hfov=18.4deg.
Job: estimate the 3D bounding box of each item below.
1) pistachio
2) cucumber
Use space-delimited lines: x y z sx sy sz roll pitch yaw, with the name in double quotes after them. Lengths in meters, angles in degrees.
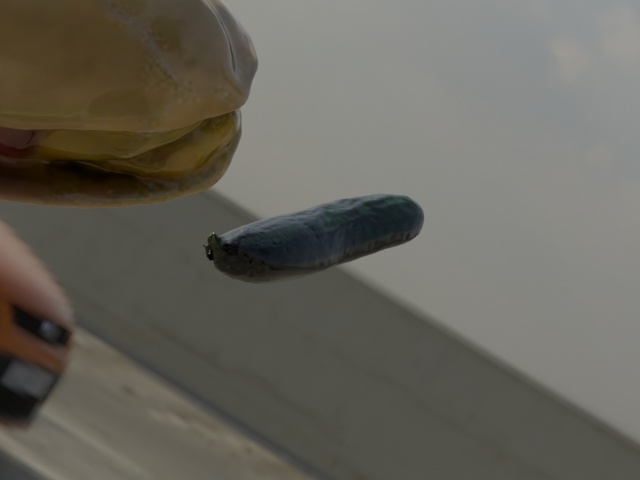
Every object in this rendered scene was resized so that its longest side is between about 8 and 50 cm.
-0.121 -0.085 0.748 0.200 0.145 0.117 9 -44 4 "pistachio"
0.000 0.000 0.968 0.033 0.036 0.184 52 30 13 "cucumber"
